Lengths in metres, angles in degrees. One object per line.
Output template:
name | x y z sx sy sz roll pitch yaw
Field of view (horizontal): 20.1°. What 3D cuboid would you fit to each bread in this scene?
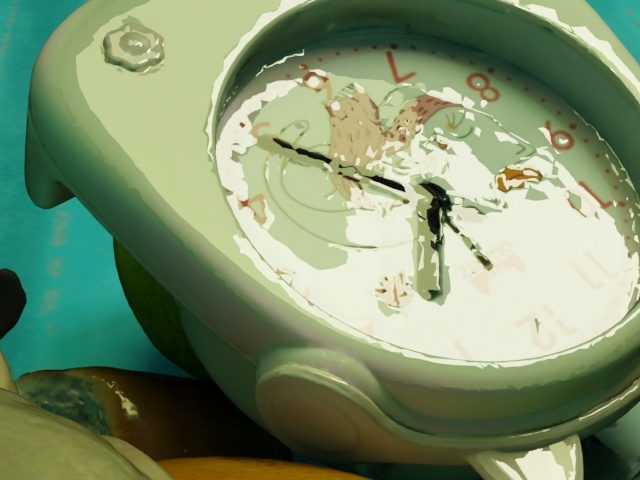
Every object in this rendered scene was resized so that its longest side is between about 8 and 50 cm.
bread | -0.080 0.083 0.866 0.126 0.044 0.129 12 0 29

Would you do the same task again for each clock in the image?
clock | 0.042 -0.010 0.830 0.265 0.108 0.324 -28 65 -30

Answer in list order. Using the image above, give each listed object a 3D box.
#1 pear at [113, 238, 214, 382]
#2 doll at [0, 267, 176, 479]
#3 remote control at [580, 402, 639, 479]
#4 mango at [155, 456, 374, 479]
pear | -0.016 0.008 0.954 0.180 0.166 0.216 7 22 -18
doll | -0.147 0.124 0.591 0.247 0.247 0.349 -17 26 -36
remote control | 0.136 0.094 0.909 0.104 0.052 0.247 15 27 30
mango | -0.027 0.137 0.726 0.141 0.102 0.217 -38 32 -31
